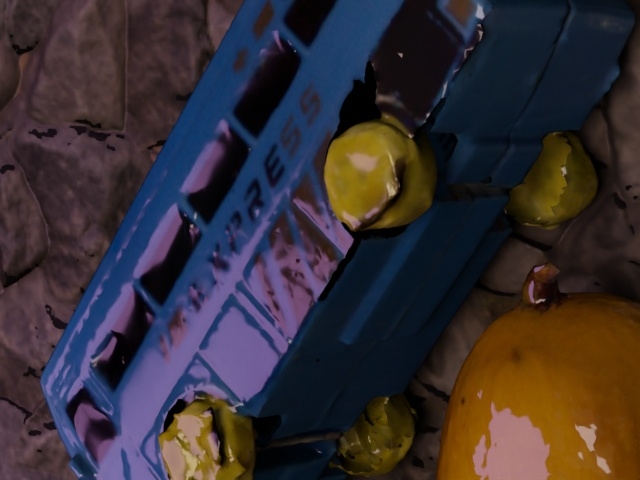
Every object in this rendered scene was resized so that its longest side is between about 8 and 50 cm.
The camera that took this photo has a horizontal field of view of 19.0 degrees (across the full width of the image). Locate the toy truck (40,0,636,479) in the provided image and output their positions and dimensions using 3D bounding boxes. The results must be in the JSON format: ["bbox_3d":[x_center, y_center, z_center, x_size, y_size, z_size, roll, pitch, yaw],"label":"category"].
[{"bbox_3d":[0.000,0.000,1.001,0.162,0.161,0.385,48,122,30],"label":"toy truck"}]

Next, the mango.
[{"bbox_3d":[0.145,0.160,0.963,0.176,0.119,0.316,1,109,30],"label":"mango"}]
